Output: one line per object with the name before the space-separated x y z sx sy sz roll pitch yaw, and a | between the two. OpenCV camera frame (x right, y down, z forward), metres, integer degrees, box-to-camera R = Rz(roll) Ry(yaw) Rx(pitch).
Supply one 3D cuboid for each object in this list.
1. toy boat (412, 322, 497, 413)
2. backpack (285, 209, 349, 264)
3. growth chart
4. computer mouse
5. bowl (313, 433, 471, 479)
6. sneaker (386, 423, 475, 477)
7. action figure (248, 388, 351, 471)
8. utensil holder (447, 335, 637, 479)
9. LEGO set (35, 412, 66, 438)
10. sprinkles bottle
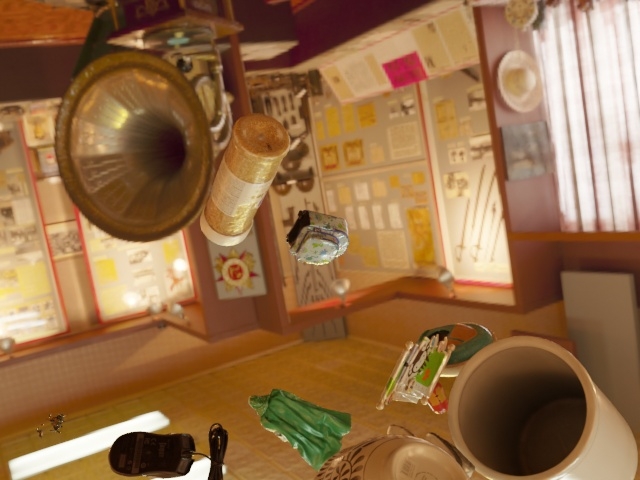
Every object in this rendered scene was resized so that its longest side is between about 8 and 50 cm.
toy boat | 0.348 0.327 1.758 0.268 0.148 0.318 -17 -161 36
backpack | 0.000 0.000 1.299 0.114 0.084 0.105 8 139 -22
growth chart | 0.208 0.276 1.335 0.021 0.171 0.237 25 -177 36
computer mouse | -0.322 0.499 1.349 0.262 0.184 0.060 -6 151 2
bowl | 0.080 0.229 0.548 0.170 0.080 0.170 15 -145 -11
sneaker | 0.209 0.472 1.312 0.129 0.111 0.297 -52 -170 -23
action figure | -0.050 0.361 1.254 0.064 0.232 0.137 -15 -135 49
utensil holder | 0.534 0.445 1.477 0.328 0.327 0.385 -4 149 41
LEGO set | -0.681 0.468 1.605 0.083 0.054 0.023 -16 167 3
sprinkles bottle | -0.174 -0.122 1.383 0.121 0.121 0.355 -13 156 -29
